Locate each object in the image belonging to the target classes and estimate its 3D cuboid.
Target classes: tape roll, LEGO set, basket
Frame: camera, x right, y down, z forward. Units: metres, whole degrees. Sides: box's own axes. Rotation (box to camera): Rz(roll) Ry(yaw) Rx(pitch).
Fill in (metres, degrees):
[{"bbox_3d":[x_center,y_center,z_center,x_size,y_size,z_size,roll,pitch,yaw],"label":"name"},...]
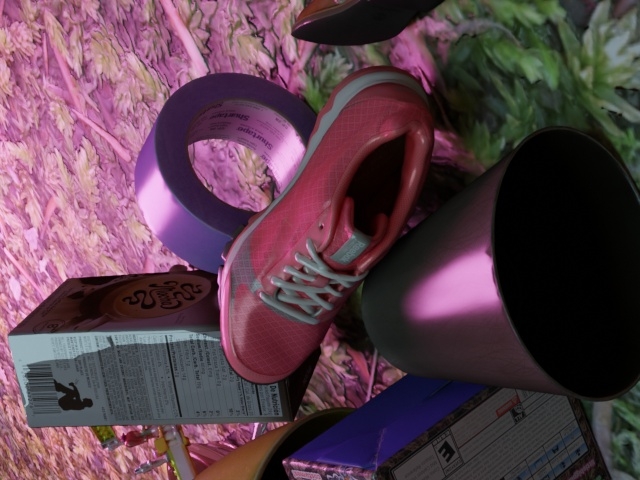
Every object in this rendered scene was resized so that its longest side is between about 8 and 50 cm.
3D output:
[{"bbox_3d":[-0.082,-0.066,1.054,0.189,0.189,0.080,55,147,9],"label":"tape roll"},{"bbox_3d":[-0.220,0.286,1.374,0.132,0.107,0.287,-125,15,-67],"label":"LEGO set"},{"bbox_3d":[0.141,0.039,0.874,0.227,0.154,0.204,-27,67,61],"label":"basket"}]

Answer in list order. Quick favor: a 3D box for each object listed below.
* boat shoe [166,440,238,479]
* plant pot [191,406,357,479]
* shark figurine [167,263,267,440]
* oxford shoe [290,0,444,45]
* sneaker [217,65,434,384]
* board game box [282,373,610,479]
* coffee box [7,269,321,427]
[{"bbox_3d":[-0.081,0.338,1.432,0.302,0.098,0.109,15,108,44],"label":"boat shoe"},{"bbox_3d":[-0.058,0.342,1.203,0.293,0.275,0.275,-20,97,48],"label":"plant pot"},{"bbox_3d":[-0.167,0.148,1.385,0.278,0.166,0.116,40,117,-13],"label":"shark figurine"},{"bbox_3d":[0.042,-0.217,0.908,0.212,0.076,0.076,-16,71,58],"label":"oxford shoe"},{"bbox_3d":[0.000,-0.001,0.916,0.314,0.116,0.136,-62,17,14],"label":"sneaker"},{"bbox_3d":[0.142,0.270,0.965,0.141,0.232,0.291,-10,105,56],"label":"board game box"},{"bbox_3d":[-0.161,0.113,1.170,0.297,0.168,0.119,-4,109,11],"label":"coffee box"}]
